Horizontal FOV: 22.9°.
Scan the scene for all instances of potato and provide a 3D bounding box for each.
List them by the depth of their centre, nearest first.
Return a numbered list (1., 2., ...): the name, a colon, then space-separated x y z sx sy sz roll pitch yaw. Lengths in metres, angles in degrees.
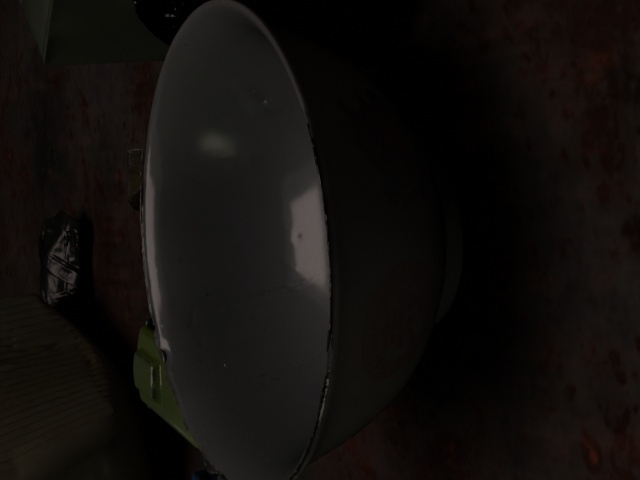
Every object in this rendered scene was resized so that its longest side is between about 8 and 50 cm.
1. potato: -0.179 -0.063 1.645 0.037 0.036 0.093 57 -168 -33

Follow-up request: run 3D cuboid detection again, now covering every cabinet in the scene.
1. cabinet: -0.216 -0.294 1.540 0.150 0.145 0.206 107 147 -40

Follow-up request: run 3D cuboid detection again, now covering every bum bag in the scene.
1. bum bag: -0.309 0.058 1.927 0.087 0.049 0.198 12 107 39

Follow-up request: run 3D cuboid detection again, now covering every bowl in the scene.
1. bowl: 0.000 0.000 1.123 0.345 0.157 0.345 22 115 61

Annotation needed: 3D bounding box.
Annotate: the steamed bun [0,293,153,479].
1. steamed bun: -0.319 0.242 1.769 0.383 0.247 0.236 39 150 53

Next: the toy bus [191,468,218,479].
1. toy bus: -0.107 0.263 1.535 0.038 0.046 0.083 51 138 50

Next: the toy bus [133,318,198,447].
1. toy bus: -0.105 0.125 1.440 0.175 0.101 0.088 -158 65 -64

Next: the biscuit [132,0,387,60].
1. biscuit: -0.044 -0.178 1.147 0.194 0.194 0.053 148 130 -62
